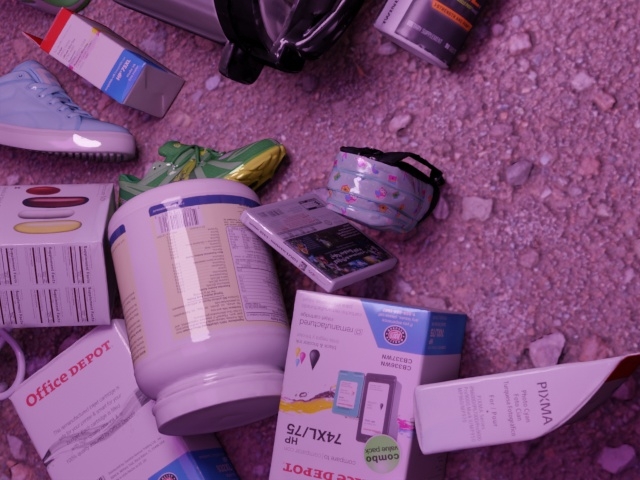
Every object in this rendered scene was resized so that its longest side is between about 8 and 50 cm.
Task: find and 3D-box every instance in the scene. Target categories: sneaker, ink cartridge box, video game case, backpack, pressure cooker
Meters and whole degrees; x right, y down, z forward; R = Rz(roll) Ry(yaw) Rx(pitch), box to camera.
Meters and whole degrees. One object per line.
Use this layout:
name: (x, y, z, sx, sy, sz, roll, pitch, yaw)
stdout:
sneaker: (-0.456, -0.217, 1.964, 0.365, 0.135, 0.150, 11, 92, 21)
ink cartridge box: (0.070, 0.218, 1.683, 0.198, 0.197, 0.270, 7, 88, 21)
video game case: (0.000, 0.000, 1.739, 0.173, 0.190, 0.022, 38, 116, 20)
ink cartridge box: (0.340, 0.197, 1.524, 0.385, 0.308, 0.091, -9, 82, 19)
ink cartridge box: (-0.347, -0.293, 1.928, 0.231, 0.134, 0.078, 35, 98, 20)
backpack: (0.082, -0.072, 1.716, 0.152, 0.182, 0.115, 10, 88, 21)
pressure cooker: (-0.092, -0.457, 1.715, 0.420, 0.370, 0.375, 26, 50, 25)
ink cartridge box: (-0.299, 0.305, 1.853, 0.223, 0.129, 0.307, -36, 74, 14)
sneaker: (-0.195, -0.105, 1.865, 0.295, 0.109, 0.124, -19, 82, 18)

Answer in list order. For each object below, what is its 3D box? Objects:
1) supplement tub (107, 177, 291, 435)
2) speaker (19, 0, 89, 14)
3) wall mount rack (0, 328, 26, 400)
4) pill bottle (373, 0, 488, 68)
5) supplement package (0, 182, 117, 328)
supplement tub: (-0.168, 0.099, 1.749, 0.235, 0.235, 0.325, -20, 71, 18)
speaker: (-0.475, -0.447, 1.905, 0.131, 0.296, 0.131, -2, 84, 21)
wall mount rack: (-0.550, 0.090, 1.980, 0.350, 0.130, 0.304, 39, 102, 19)
pill bottle: (0.189, -0.382, 1.734, 0.130, 0.130, 0.246, 32, 96, 21)
supplement package: (-0.417, 0.020, 1.836, 0.203, 0.194, 0.149, -2, 119, -4)
